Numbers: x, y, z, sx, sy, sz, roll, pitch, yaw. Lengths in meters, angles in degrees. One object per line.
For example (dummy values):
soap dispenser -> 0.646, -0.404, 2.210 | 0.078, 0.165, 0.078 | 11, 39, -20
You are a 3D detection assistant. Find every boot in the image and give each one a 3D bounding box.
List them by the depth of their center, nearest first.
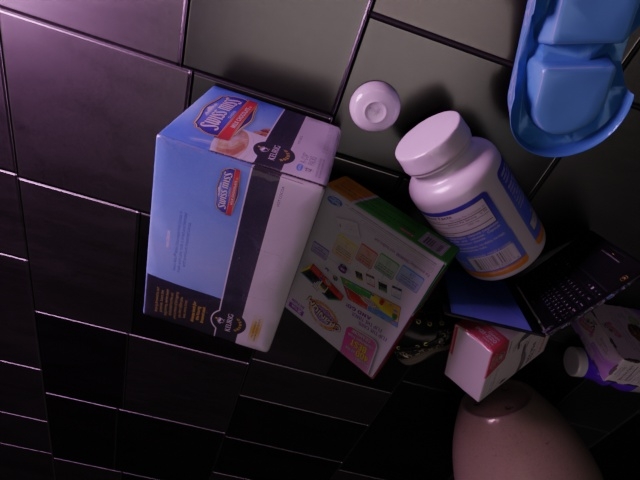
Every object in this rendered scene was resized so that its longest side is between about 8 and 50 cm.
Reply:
boot -> 0.213, 0.163, 0.937 | 0.179, 0.085, 0.236 | 41, 118, -19

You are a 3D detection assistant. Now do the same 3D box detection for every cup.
cup -> 0.453, 0.479, 1.036 | 0.332, 0.331, 0.236 | -19, 96, 18

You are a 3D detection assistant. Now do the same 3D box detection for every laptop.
laptop -> 0.357, 0.051, 0.759 | 0.264, 0.234, 0.136 | -42, 94, 20

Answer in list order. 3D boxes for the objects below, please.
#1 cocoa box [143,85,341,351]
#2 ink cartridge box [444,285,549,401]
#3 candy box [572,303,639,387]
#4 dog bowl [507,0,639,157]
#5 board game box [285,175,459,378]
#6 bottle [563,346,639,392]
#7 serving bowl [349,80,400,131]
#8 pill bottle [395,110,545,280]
cocoa box -> -0.133, -0.032, 0.727 | 0.228, 0.231, 0.346 | 18, 125, -3
ink cartridge box -> 0.366, 0.196, 0.875 | 0.218, 0.092, 0.158 | -25, 132, -27
candy box -> 0.647, 0.216, 0.887 | 0.197, 0.164, 0.070 | 11, 125, -3
dog bowl -> 0.359, -0.269, 0.614 | 0.166, 0.074, 0.296 | 0, 127, 5
board game box -> 0.072, 0.076, 0.813 | 0.242, 0.064, 0.316 | 36, 129, 19
bottle -> 0.704, 0.285, 0.978 | 0.283, 0.092, 0.118 | 5, 131, 2
serving bowl -> 0.088, -0.212, 0.705 | 0.084, 0.027, 0.083 | 3, 126, 4
pill bottle -> 0.243, -0.072, 0.719 | 0.152, 0.152, 0.272 | -31, 117, 24
